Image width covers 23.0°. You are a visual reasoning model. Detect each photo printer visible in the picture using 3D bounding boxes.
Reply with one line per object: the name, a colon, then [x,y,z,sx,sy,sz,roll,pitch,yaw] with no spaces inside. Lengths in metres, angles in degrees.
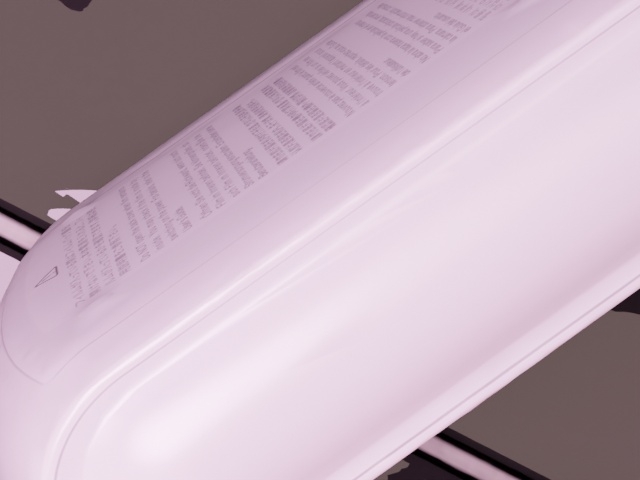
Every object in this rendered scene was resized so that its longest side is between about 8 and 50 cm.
photo printer: [0.000,0.000,0.634,0.307,0.256,0.107,-36,109,-2]
